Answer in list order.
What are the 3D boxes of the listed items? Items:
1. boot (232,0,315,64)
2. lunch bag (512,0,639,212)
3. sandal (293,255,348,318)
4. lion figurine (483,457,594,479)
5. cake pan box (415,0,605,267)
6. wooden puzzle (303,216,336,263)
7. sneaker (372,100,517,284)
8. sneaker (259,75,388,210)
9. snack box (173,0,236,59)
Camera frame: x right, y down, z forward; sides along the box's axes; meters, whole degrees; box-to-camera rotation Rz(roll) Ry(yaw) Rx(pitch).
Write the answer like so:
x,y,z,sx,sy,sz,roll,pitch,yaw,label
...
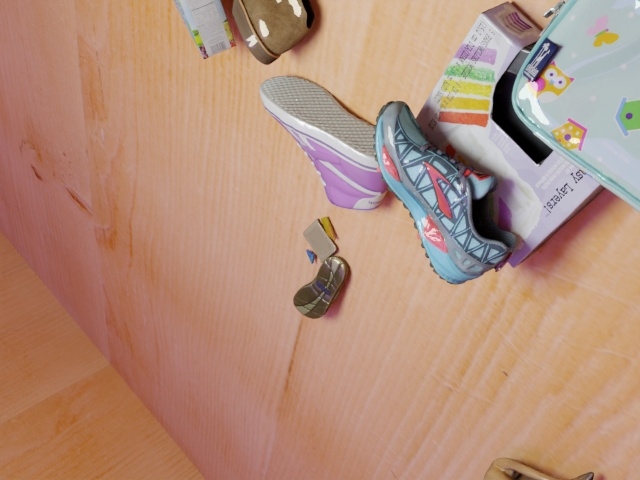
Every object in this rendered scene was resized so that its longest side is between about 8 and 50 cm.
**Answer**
x,y,z,sx,sy,sz,roll,pitch,yaw,label
-0.106,-0.442,1.141,0.115,0.112,0.305,-28,87,26,boot
0.341,-0.151,0.695,0.279,0.108,0.224,43,118,19,lunch bag
0.009,0.092,1.415,0.072,0.049,0.180,45,129,12,sandal
0.330,0.488,1.243,0.240,0.142,0.392,34,125,44,lion figurine
0.248,-0.129,0.919,0.245,0.070,0.267,49,145,12,cake pan box
0.000,0.000,1.382,0.116,0.014,0.078,-31,85,56,wooden puzzle
0.171,-0.076,0.937,0.125,0.104,0.261,-24,101,39,sneaker
-0.003,-0.150,1.197,0.282,0.102,0.161,41,145,25,sneaker
-0.221,-0.435,1.185,0.174,0.070,0.207,62,176,29,snack box
